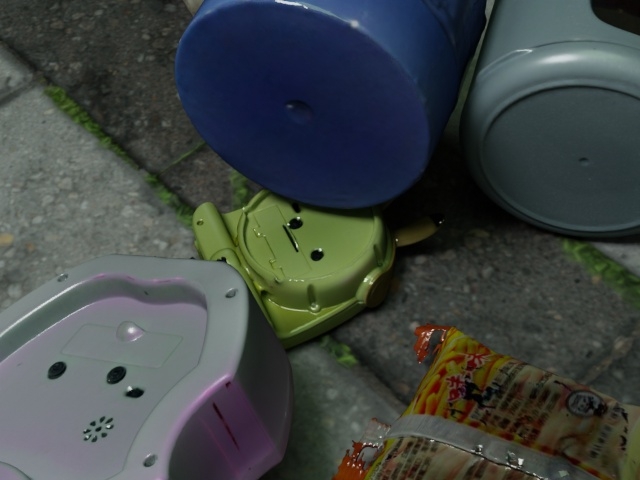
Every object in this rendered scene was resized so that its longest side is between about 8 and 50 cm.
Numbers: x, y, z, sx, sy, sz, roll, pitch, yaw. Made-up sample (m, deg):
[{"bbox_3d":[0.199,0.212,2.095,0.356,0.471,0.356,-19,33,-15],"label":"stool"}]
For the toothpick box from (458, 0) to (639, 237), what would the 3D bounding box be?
[{"bbox_3d":[0.275,-0.200,1.065,0.262,0.263,0.355,8,52,15],"label":"toothpick box"}]

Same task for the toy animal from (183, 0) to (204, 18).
[{"bbox_3d":[-0.034,-0.369,1.268,0.344,0.194,0.303,-26,57,-19],"label":"toy animal"}]

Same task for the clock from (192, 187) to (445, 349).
[{"bbox_3d":[0.000,0.000,1.041,0.231,0.069,0.170,-23,51,-9],"label":"clock"}]

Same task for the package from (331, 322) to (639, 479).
[{"bbox_3d":[0.158,0.182,0.847,0.288,0.108,0.223,18,55,25],"label":"package"}]

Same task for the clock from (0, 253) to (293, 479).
[{"bbox_3d":[-0.190,0.149,0.865,0.338,0.102,0.339,-17,34,12],"label":"clock"}]

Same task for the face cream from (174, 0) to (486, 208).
[{"bbox_3d":[0.018,-0.191,0.992,0.248,0.249,0.225,10,51,17],"label":"face cream"}]
